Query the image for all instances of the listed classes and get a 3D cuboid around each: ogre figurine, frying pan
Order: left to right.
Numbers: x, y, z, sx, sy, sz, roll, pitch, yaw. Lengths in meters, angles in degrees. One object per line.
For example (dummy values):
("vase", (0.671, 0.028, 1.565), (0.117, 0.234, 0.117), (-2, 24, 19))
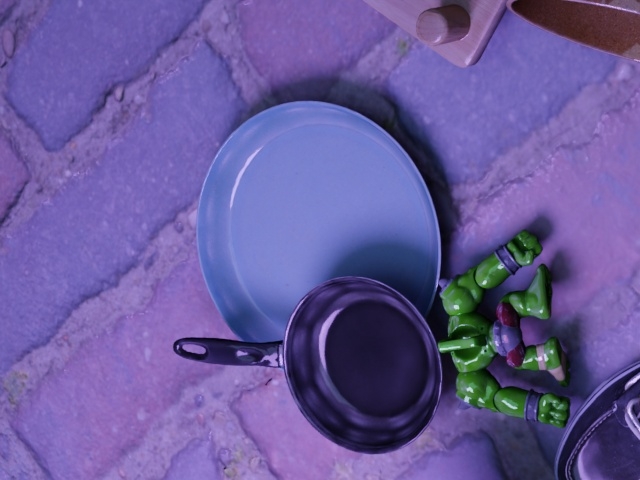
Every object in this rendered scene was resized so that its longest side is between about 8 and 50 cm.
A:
("frying pan", (-0.002, 0.154, 1.427), (0.326, 0.053, 0.197), (-23, 87, 33))
("ogre figurine", (0.187, 0.097, 1.330), (0.118, 0.097, 0.197), (-10, 105, 20))

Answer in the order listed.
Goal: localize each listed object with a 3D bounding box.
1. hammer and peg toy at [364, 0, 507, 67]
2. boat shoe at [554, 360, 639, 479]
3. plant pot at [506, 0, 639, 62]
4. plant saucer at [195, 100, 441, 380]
("hammer and peg toy", (0.066, -0.368, 1.292), (0.361, 0.127, 0.266), (38, 122, 20))
("boat shoe", (0.341, 0.157, 1.234), (0.121, 0.119, 0.335), (50, 119, 14))
("plant pot", (0.313, -0.298, 1.128), (0.237, 0.237, 0.254), (18, 94, 27))
("plant saucer", (0.000, 0.000, 1.453), (0.317, 0.044, 0.317), (6, 101, 30))
